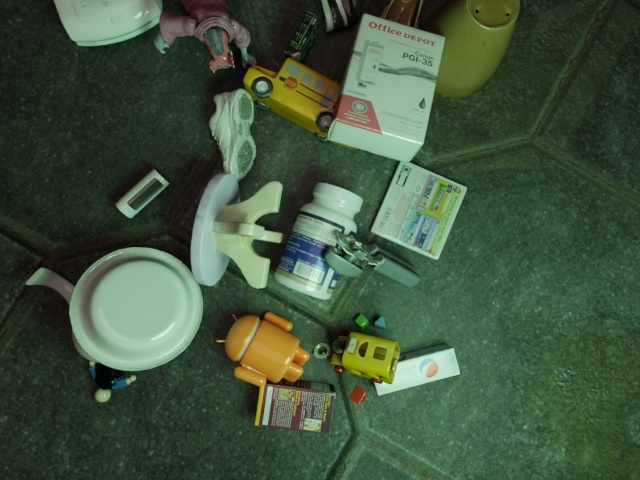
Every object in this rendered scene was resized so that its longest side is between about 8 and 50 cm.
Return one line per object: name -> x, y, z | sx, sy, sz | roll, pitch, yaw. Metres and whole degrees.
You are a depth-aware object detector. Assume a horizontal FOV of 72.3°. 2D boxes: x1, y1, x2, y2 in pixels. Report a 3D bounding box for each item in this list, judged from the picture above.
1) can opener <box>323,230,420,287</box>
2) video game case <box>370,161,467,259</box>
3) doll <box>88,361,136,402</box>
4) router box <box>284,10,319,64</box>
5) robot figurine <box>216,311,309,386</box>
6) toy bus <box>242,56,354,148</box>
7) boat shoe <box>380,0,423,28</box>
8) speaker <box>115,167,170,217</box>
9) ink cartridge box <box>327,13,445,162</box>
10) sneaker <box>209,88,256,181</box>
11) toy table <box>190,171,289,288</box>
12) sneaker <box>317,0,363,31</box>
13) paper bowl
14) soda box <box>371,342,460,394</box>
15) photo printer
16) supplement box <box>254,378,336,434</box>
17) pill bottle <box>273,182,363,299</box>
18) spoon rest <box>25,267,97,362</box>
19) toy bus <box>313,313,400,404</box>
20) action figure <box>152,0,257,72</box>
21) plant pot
can opener -> 0.123, 0.060, 1.063 | 0.284, 0.076, 0.095 | 27, 115, -38
video game case -> 0.260, -0.082, 1.161 | 0.194, 0.023, 0.212 | 23, 86, -1
doll -> -0.517, 0.318, 1.099 | 0.129, 0.046, 0.188 | 23, 88, 7
router box -> -0.048, -0.508, 1.129 | 0.038, 0.092, 0.122 | 27, 87, -1
robot figurine -> -0.139, 0.264, 1.081 | 0.220, 0.128, 0.158 | 28, 89, -2
toy bus -> -0.025, -0.352, 1.116 | 0.333, 0.108, 0.130 | 28, 87, -1
boat shoe -> 0.205, -0.583, 1.144 | 0.105, 0.089, 0.284 | 17, 88, -2
speaker -> -0.454, -0.120, 1.116 | 0.136, 0.055, 0.055 | -43, 90, -4
ink cartridge box -> 0.151, -0.353, 1.018 | 0.208, 0.117, 0.282 | 15, 77, -3
sneaker -> -0.234, -0.267, 1.127 | 0.116, 0.090, 0.231 | 9, 100, 28
toy table -> -0.188, -0.019, 1.048 | 0.161, 0.252, 0.273 | 9, 98, 14
sneaker -> 0.049, -0.668, 1.153 | 0.121, 0.079, 0.216 | -13, 97, -6
paper bowl -> -0.418, 0.155, 1.014 | 0.285, 0.148, 0.283 | 7, 71, -22
soda box -> 0.235, 0.327, 1.119 | 0.216, 0.074, 0.069 | -13, 88, -3
photo printer -> -0.552, -0.656, 1.105 | 0.256, 0.107, 0.307 | -21, 89, -3
supplement box -> -0.062, 0.411, 1.099 | 0.188, 0.081, 0.103 | 8, 87, -2
pill bottle -> 0.000, 0.000, 1.082 | 0.153, 0.153, 0.264 | 23, 87, -1
spoon rest -> -0.592, 0.180, 1.081 | 0.137, 0.084, 0.276 | -44, 88, 1
toy bus -> 0.092, 0.270, 1.056 | 0.202, 0.104, 0.190 | -31, 54, -3
action figure -> -0.260, -0.556, 1.025 | 0.248, 0.275, 0.369 | -14, 69, -30
plant pot -> 0.369, -0.508, 1.068 | 0.238, 0.254, 0.236 | 0, 87, -3
